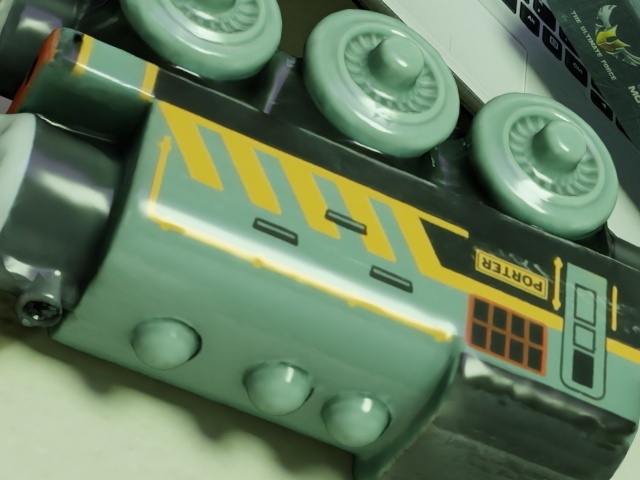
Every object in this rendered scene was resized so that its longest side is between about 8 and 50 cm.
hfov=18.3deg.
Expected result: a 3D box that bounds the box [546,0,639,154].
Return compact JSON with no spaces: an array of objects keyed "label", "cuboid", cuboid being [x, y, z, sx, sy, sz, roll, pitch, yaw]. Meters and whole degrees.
[{"label":"box","cuboid":[0.247,-0.090,1.093,0.183,0.059,0.233,-42,107,-34]}]

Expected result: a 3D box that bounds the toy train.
[{"label":"toy train","cuboid":[0.000,0.000,0.864,0.334,0.142,0.190,23,46,-17]}]

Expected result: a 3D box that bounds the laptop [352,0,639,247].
[{"label":"laptop","cuboid":[0.171,-0.246,1.115,0.382,0.236,0.408,42,32,-22]}]
